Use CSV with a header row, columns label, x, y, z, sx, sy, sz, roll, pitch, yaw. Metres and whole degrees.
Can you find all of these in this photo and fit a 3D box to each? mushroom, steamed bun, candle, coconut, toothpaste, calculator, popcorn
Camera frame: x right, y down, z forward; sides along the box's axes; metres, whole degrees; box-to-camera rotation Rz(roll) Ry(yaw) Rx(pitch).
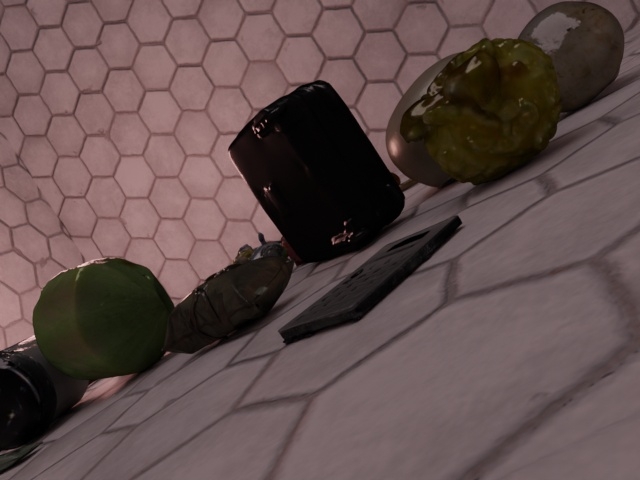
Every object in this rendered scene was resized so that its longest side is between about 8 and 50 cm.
label,x,y,z,sx,sy,sz,roll,pitch,yaw
mushroom,0.546,-0.382,1.354,0.243,0.244,0.243,-31,4,3
steamed bun,0.280,-0.279,1.411,0.324,0.206,0.324,-47,-3,-3
candle,-0.693,0.347,1.507,0.221,0.221,0.342,-31,1,8
coconut,-0.480,0.177,1.446,0.328,0.281,0.328,0,-29,0
toothpaste,-0.638,0.442,1.227,0.218,0.041,0.064,-26,0,18
calculator,0.071,0.046,0.828,0.261,0.021,0.161,-36,6,-41
popcorn,0.263,-0.215,1.048,0.251,0.206,0.237,0,-42,-4

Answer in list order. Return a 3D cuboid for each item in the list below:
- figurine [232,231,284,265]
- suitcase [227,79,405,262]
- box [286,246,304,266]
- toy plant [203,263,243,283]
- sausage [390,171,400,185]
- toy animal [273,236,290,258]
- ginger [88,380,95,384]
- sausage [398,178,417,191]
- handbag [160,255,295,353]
label,x,y,z,sx,sy,sz,roll,pitch,yaw
figurine,-0.170,0.067,1.621,0.183,0.128,0.208,-30,9,45
suitcase,-0.021,-0.130,1.337,0.188,0.345,0.339,-40,8,-29
box,0.000,0.000,1.601,0.156,0.060,0.111,-36,7,-36
toy plant,-0.229,0.131,1.469,0.143,0.105,0.200,-21,-17,-49
sausage,0.135,-0.136,2.074,0.302,0.076,0.103,-31,12,23
toy animal,-0.126,0.008,2.102,0.103,0.100,0.208,12,39,21
ginger,-0.652,0.368,1.937,0.298,0.065,0.118,-35,1,-36
sausage,0.257,-0.166,1.890,0.132,0.024,0.024,-28,5,25
handbag,-0.175,0.120,1.147,0.270,0.117,0.182,-28,14,34
